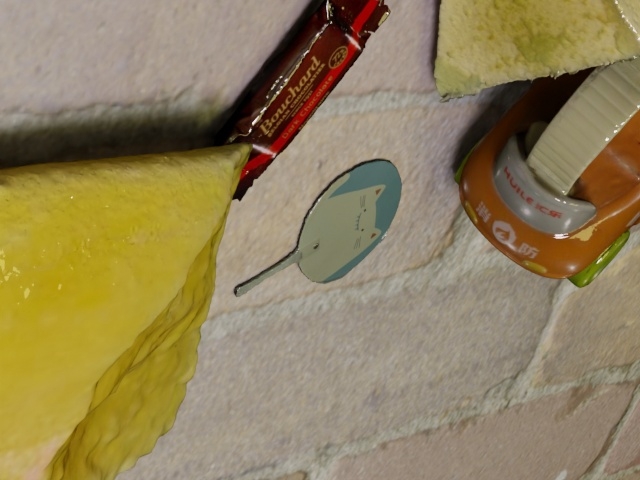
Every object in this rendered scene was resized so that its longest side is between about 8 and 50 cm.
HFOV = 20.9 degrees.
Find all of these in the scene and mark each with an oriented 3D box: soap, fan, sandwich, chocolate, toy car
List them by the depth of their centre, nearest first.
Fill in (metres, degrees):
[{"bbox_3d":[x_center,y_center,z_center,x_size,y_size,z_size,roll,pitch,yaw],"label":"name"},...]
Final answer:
[{"bbox_3d":[-0.212,0.085,1.062,0.427,0.115,0.306,-17,140,-39],"label":"soap"},{"bbox_3d":[-0.021,-0.105,1.201,0.182,0.028,0.086,-54,154,8],"label":"chocolate"},{"bbox_3d":[0.132,-0.191,1.242,0.162,0.193,0.058,57,49,-21],"label":"sandwich"},{"bbox_3d":[0.213,-0.086,1.344,0.235,0.145,0.235,-46,169,-12],"label":"toy car"},{"bbox_3d":[0.000,0.000,1.350,0.175,0.005,0.113,-31,143,-29],"label":"fan"}]
